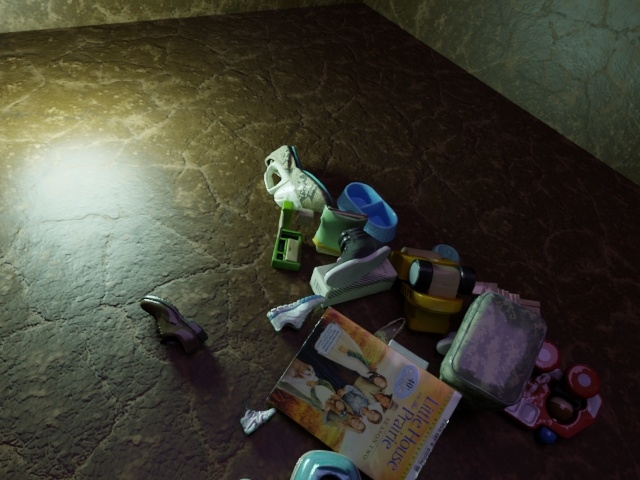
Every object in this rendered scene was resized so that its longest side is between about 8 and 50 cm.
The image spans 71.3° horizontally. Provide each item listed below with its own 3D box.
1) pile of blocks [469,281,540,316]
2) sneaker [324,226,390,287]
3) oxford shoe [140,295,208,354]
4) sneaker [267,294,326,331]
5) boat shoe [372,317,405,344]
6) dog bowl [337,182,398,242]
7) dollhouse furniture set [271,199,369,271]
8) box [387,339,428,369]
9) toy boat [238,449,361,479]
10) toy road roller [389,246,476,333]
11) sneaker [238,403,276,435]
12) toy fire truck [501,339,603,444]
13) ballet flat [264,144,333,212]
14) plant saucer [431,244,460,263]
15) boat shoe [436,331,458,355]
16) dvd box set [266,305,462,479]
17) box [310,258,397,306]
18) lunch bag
[{"bbox_3d":[0.607,0.242,1.516,0.362,0.149,0.112,21,61,-32],"label":"pile of blocks"},{"bbox_3d":[0.085,0.050,1.453,0.296,0.104,0.147,-24,55,-41],"label":"sneaker"},{"bbox_3d":[-0.436,0.237,1.262,0.227,0.082,0.096,32,52,14],"label":"oxford shoe"},{"bbox_3d":[-0.065,0.232,1.391,0.191,0.071,0.083,-21,67,-13],"label":"sneaker"},{"bbox_3d":[0.215,0.297,1.427,0.153,0.048,0.056,-24,59,-33],"label":"boat shoe"},{"bbox_3d":[0.192,-0.120,1.785,0.166,0.074,0.297,-19,56,-30],"label":"dog bowl"},{"bbox_3d":[0.000,0.000,1.530,0.302,0.197,0.151,10,45,-7],"label":"dollhouse furniture set"},{"bbox_3d":[0.215,0.403,1.301,0.130,0.091,0.170,32,48,13],"label":"box"},{"bbox_3d":[-0.050,0.600,1.000,0.318,0.148,0.267,11,47,-8],"label":"toy boat"},{"bbox_3d":[0.358,0.170,1.521,0.203,0.240,0.329,9,10,-9],"label":"toy road roller"},{"bbox_3d":[-0.170,0.455,1.172,0.098,0.038,0.069,-27,62,-35],"label":"sneaker"},{"bbox_3d":[0.675,0.466,1.359,0.302,0.169,0.254,34,72,15],"label":"toy fire truck"},{"bbox_3d":[-0.111,-0.214,1.704,0.182,0.164,0.483,-26,39,-5],"label":"ballet flat"},{"bbox_3d":[0.497,0.056,1.753,0.119,0.021,0.119,8,47,-9],"label":"plant saucer"},{"bbox_3d":[0.452,0.328,1.465,0.184,0.066,0.063,-6,37,-19],"label":"boat shoe"},{"bbox_3d":[0.113,0.418,1.187,0.420,0.062,0.307,33,77,13],"label":"dvd box set"},{"bbox_3d":[0.113,0.132,1.516,0.275,0.094,0.113,-12,52,-26],"label":"box"},{"bbox_3d":[0.479,0.331,1.295,0.213,0.256,0.305,29,64,11],"label":"lunch bag"}]
